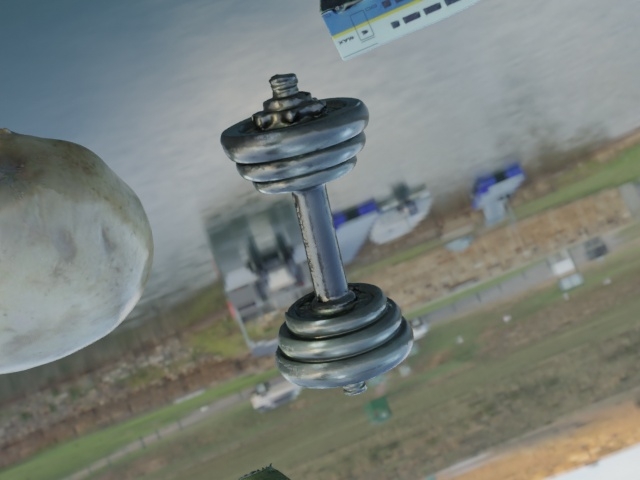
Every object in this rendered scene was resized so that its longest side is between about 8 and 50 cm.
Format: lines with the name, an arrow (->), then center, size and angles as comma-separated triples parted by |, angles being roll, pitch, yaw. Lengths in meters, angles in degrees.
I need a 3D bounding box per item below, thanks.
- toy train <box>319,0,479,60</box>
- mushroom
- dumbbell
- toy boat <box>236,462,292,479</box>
toy train -> 0.113, -0.213, 0.831 | 0.234, 0.051, 0.052 | -22, -151, 10
mushroom -> -0.262, 0.015, 0.887 | 0.255, 0.184, 0.255 | -31, 165, -9
dumbbell -> 0.000, 0.000, 1.271 | 0.179, 0.406, 0.179 | -12, -163, 4
toy boat -> -0.114, 0.364, 1.502 | 0.093, 0.055, 0.293 | -18, 169, -36
